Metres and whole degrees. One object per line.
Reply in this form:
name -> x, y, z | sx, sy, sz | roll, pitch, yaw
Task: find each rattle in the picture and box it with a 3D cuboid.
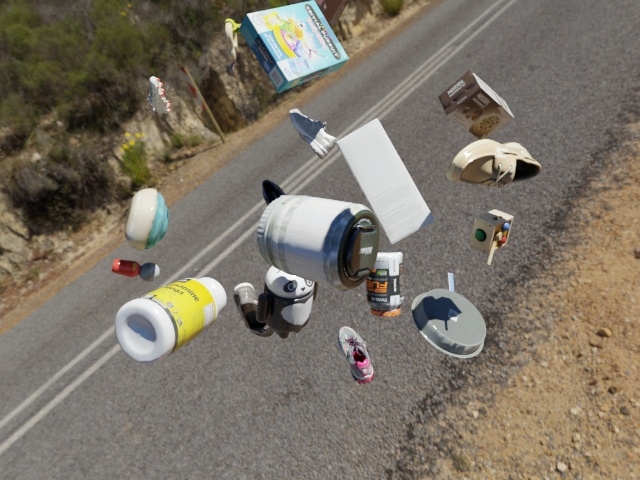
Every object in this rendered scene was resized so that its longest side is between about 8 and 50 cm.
rattle -> -0.320, -0.790, 1.642 | 0.143, 0.199, 0.130 | -7, 11, -16

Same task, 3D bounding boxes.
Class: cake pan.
cake pan -> 0.482, 0.293, 1.488 | 0.293, 0.054, 0.293 | 13, 40, -11

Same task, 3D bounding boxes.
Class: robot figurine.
robot figurine -> -0.111, 0.204, 1.388 | 0.174, 0.278, 0.209 | 11, 29, 5

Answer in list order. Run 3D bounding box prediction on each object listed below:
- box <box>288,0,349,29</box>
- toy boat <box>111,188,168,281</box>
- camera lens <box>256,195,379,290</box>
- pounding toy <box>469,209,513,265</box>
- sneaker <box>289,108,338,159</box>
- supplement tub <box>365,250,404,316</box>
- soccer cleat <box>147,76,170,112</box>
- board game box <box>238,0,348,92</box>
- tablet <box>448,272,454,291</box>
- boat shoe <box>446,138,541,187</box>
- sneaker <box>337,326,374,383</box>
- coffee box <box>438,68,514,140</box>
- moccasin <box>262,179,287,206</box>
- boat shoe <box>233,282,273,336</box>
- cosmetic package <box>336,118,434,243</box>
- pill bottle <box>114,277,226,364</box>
box -> -0.014, -1.036, 1.691 | 0.203, 0.167, 0.168 | 34, 94, 18
toy boat -> -0.575, -0.012, 1.329 | 0.318, 0.148, 0.267 | -66, 30, 16
camera lens -> 0.000, 0.000, 1.052 | 0.274, 0.219, 0.219 | 13, 45, 34
pounding toy -> 0.564, -0.011, 1.322 | 0.141, 0.130, 0.100 | -19, 34, -32
sneaker -> -0.028, -0.467, 1.703 | 0.115, 0.105, 0.281 | -38, 69, 4
supplement tub -> 0.197, 0.130, 1.236 | 0.117, 0.190, 0.117 | -3, 4, 0
soccer cleat -> -0.657, -0.572, 1.603 | 0.076, 0.068, 0.196 | -5, -18, -7
board game box -> -0.085, -0.707, 1.450 | 0.336, 0.253, 0.079 | -37, 8, -35
tablet -> 0.593, 0.190, 1.825 | 0.006, 0.054, 0.083 | -9, 77, 37
boat shoe -> 0.504, -0.211, 1.142 | 0.341, 0.121, 0.110 | -14, 49, -30
sneaker -> 0.156, 0.476, 1.757 | 0.121, 0.112, 0.299 | -17, 32, -10
coffee box -> 0.667, -0.570, 1.720 | 0.168, 0.297, 0.118 | -36, 53, 36
moccasin -> -0.169, -0.120, 1.732 | 0.138, 0.117, 0.342 | -39, 65, -1
boat shoe -> -0.259, 0.307, 1.592 | 0.112, 0.335, 0.095 | -21, 43, -3
cosmetic package -> 0.214, -0.181, 1.299 | 0.155, 0.365, 0.197 | -30, -9, 12
pill bottle -> -0.439, 0.224, 1.239 | 0.188, 0.187, 0.334 | -15, 5, 20
